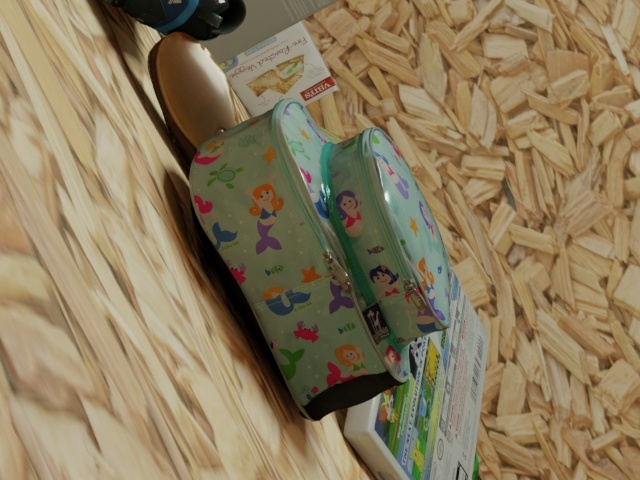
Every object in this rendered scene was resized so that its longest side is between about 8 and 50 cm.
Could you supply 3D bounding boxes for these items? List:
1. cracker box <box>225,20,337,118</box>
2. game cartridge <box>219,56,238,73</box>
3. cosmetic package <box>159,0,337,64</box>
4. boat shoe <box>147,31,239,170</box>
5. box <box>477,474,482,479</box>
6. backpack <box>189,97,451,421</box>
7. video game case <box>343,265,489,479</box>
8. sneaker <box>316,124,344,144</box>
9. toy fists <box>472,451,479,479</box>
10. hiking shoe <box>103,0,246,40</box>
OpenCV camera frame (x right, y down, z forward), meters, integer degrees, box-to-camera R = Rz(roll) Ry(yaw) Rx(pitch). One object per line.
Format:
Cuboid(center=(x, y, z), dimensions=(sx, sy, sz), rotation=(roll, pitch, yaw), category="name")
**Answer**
Cuboid(center=(-0.085, -0.306, 2.033), dimensions=(0.232, 0.155, 0.067), rotation=(55, 11, -53), category="cracker box")
Cuboid(center=(-0.143, -0.248, 1.695), dimensions=(0.017, 0.056, 0.083), rotation=(55, 4, 10), category="game cartridge")
Cuboid(center=(-0.097, -0.323, 1.544), dimensions=(0.107, 0.238, 0.127), rotation=(52, 13, -49), category="cosmetic package")
Cuboid(center=(-0.112, -0.100, 1.176), dimensions=(0.073, 0.073, 0.207), rotation=(-5, -64, 54), category="boat shoe")
Cuboid(center=(0.218, 0.381, 1.932), dimensions=(0.183, 0.059, 0.233), rotation=(63, 5, 27), category="box")
Cuboid(center=(0.000, 0.000, 1.069), dimensions=(0.253, 0.191, 0.225), rotation=(55, 16, -13), category="backpack")
Cuboid(center=(0.124, 0.164, 1.437), dimensions=(0.300, 0.036, 0.329), rotation=(58, 35, -42), category="video game case")
Cuboid(center=(0.022, 0.003, 1.567), dimensions=(0.410, 0.158, 0.182), rotation=(61, 13, 19), category="sneaker")
Cuboid(center=(0.133, 0.230, 1.710), dimensions=(0.142, 0.096, 0.279), rotation=(74, -10, -63), category="toy fists")
Cuboid(center=(-0.140, -0.253, 1.263), dimensions=(0.132, 0.113, 0.304), rotation=(34, 17, -2), category="hiking shoe")
